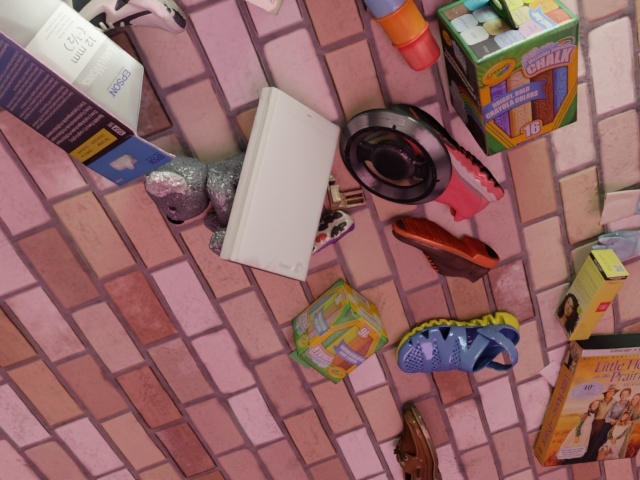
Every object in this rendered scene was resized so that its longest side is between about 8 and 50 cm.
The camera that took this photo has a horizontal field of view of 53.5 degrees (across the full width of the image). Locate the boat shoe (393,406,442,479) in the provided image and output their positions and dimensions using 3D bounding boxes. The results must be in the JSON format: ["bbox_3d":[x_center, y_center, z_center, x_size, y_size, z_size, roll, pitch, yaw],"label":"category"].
[{"bbox_3d":[0.251,0.571,1.685,0.105,0.110,0.307,-18,121,-1],"label":"boat shoe"}]

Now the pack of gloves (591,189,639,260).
[{"bbox_3d":[0.721,-0.049,1.465,0.232,0.046,0.195,-12,122,-16],"label":"pack of gloves"}]

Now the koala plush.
[{"bbox_3d":[-0.224,-0.096,1.188,0.221,0.196,0.203,16,104,-18],"label":"koala plush"}]

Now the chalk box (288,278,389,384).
[{"bbox_3d":[0.024,0.219,1.432,0.213,0.132,0.132,-43,117,14],"label":"chalk box"}]

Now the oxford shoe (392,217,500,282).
[{"bbox_3d":[0.262,0.030,1.391,0.272,0.096,0.098,21,120,-20],"label":"oxford shoe"}]

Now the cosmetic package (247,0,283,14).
[{"bbox_3d":[-0.079,-0.529,0.989,0.153,0.129,0.296,18,115,-20],"label":"cosmetic package"}]

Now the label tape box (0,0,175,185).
[{"bbox_3d":[-0.404,-0.246,1.026,0.348,0.249,0.115,37,64,-27],"label":"label tape box"}]

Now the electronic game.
[{"bbox_3d":[0.142,-0.156,1.224,0.229,0.048,0.229,21,145,16],"label":"electronic game"}]

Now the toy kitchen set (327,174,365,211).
[{"bbox_3d":[0.051,-0.106,1.293,0.075,0.083,0.068,-11,79,-4],"label":"toy kitchen set"}]

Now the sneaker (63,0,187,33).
[{"bbox_3d":[-0.353,-0.364,1.056,0.235,0.094,0.153,21,115,-20],"label":"sneaker"}]

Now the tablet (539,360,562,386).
[{"bbox_3d":[0.623,0.355,1.689,0.054,0.006,0.083,-42,118,13],"label":"tablet"}]

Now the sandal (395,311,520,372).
[{"bbox_3d":[0.338,0.261,1.511,0.318,0.138,0.126,-13,123,-1],"label":"sandal"}]

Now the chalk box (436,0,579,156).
[{"bbox_3d":[0.323,-0.327,1.101,0.179,0.180,0.289,-22,141,3],"label":"chalk box"}]

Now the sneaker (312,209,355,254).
[{"bbox_3d":[0.000,0.000,1.343,0.170,0.068,0.071,-25,158,18],"label":"sneaker"}]

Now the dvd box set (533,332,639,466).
[{"bbox_3d":[0.778,0.436,1.728,0.308,0.062,0.420,-1,119,-12],"label":"dvd box set"}]

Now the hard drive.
[{"bbox_3d":[-0.065,-0.093,1.155,0.203,0.040,0.307,21,80,-50],"label":"hard drive"}]

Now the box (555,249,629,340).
[{"bbox_3d":[0.629,0.131,1.486,0.058,0.087,0.232,-1,133,-11],"label":"box"}]

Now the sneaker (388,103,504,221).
[{"bbox_3d":[0.231,-0.142,1.274,0.314,0.116,0.136,36,111,-24],"label":"sneaker"}]

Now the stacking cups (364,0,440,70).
[{"bbox_3d":[0.104,-0.429,1.100,0.096,0.096,0.316,-34,120,10],"label":"stacking cups"}]
